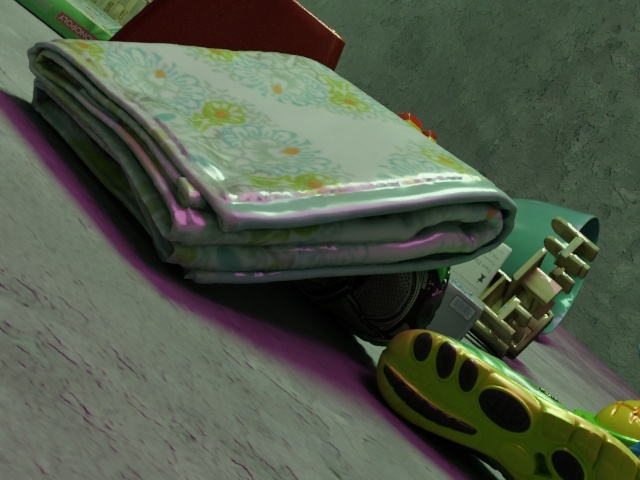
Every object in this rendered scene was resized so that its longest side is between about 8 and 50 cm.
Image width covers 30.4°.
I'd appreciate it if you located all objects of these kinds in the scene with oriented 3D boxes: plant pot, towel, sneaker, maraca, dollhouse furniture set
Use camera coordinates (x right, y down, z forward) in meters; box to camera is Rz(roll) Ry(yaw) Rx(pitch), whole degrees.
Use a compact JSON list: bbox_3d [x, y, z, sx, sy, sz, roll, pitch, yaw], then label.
[{"bbox_3d":[0.470,0.036,2.708,0.235,0.293,0.293,25,1,24],"label":"plant pot"},{"bbox_3d":[-0.045,-0.086,1.078,0.374,0.090,0.320,-2,35,-40],"label":"towel"},{"bbox_3d":[-0.012,-0.004,1.195,0.343,0.134,0.146,33,9,40],"label":"sneaker"},{"bbox_3d":[0.466,0.292,1.805,0.186,0.099,0.127,13,6,0],"label":"maraca"},{"bbox_3d":[0.186,0.173,1.057,0.295,0.109,0.123,39,11,5],"label":"sneaker"},{"bbox_3d":[0.311,0.073,1.953,0.161,0.212,0.242,43,-18,17],"label":"dollhouse furniture set"},{"bbox_3d":[-0.112,-0.215,1.470,0.267,0.235,0.267,39,7,-7],"label":"plant pot"}]

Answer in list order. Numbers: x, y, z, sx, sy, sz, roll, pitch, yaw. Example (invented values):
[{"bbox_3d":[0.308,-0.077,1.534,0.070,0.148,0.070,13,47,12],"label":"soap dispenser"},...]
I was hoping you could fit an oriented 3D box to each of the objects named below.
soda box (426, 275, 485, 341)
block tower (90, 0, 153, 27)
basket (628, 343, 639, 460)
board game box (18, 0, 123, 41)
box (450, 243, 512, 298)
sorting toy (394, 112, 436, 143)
[{"bbox_3d":[0.066,0.025,1.444,0.286,0.091,0.098,40,7,8],"label":"soda box"},{"bbox_3d":[-0.331,-0.383,1.989,0.097,0.091,0.335,45,9,34],"label":"block tower"},{"bbox_3d":[0.485,0.275,1.428,0.255,0.201,0.289,37,39,-19],"label":"basket"},{"bbox_3d":[-0.332,-0.307,1.691,0.317,0.046,0.213,38,8,-8],"label":"board game box"},{"bbox_3d":[0.166,0.002,1.834,0.181,0.119,0.182,37,-7,-19],"label":"box"},{"bbox_3d":[0.124,-0.207,2.594,0.256,0.089,0.257,-3,-11,23],"label":"sorting toy"}]
